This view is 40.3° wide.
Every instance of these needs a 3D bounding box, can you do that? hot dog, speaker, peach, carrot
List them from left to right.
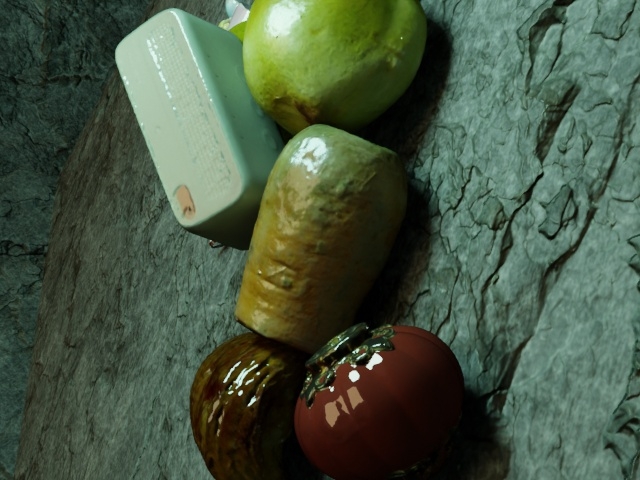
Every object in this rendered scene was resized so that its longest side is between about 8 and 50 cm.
[{"bbox_3d":[-0.195,-0.192,1.501,0.183,0.184,0.406,-30,71,20],"label":"speaker"},{"bbox_3d":[-0.121,0.278,1.438,0.387,0.174,0.267,174,113,-78],"label":"hot dog"},{"bbox_3d":[0.000,0.000,1.353,0.224,0.224,0.340,35,105,63],"label":"carrot"},{"bbox_3d":[0.013,-0.326,1.463,0.314,0.281,0.315,3,61,62],"label":"peach"}]

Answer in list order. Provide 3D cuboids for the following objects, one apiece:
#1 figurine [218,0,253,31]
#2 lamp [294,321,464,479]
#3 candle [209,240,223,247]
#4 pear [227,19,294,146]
[{"bbox_3d":[-0.239,-0.445,2.178,0.315,0.206,0.284,-56,35,13],"label":"figurine"},{"bbox_3d":[0.077,0.210,1.093,0.227,0.227,0.227,-42,38,44],"label":"lamp"},{"bbox_3d":[-0.202,-0.041,1.960,0.162,0.048,0.053,-47,59,27],"label":"candle"},{"bbox_3d":[-0.123,-0.287,1.734,0.294,0.294,0.294,-42,38,44],"label":"pear"}]
